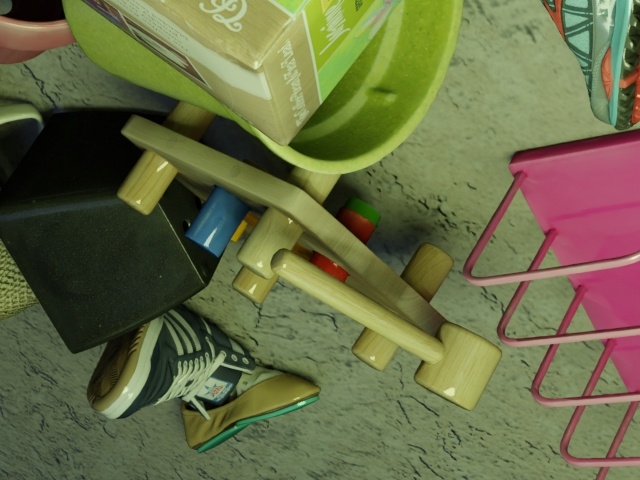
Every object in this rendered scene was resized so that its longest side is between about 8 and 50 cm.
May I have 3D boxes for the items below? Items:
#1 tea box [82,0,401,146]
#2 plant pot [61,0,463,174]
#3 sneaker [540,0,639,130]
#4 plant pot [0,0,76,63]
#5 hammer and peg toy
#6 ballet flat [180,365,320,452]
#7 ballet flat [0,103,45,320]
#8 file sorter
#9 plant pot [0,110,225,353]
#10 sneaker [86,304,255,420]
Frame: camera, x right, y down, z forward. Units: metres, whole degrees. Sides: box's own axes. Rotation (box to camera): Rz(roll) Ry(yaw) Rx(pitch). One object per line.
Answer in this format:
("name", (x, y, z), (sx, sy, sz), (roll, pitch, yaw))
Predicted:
("tea box", (-0.063, -0.294, 0.987), (0.329, 0.323, 0.220), (36, 175, 8))
("plant pot", (-0.066, -0.207, 1.272), (0.254, 0.276, 0.276), (12, 136, 42))
("sneaker", (0.213, -0.210, 1.197), (0.125, 0.104, 0.262), (24, 138, 40))
("plant pot", (-0.278, -0.252, 1.418), (0.201, 0.201, 0.180), (41, 155, -6))
("hammer and peg toy", (0.000, 0.000, 1.370), (0.361, 0.127, 0.266), (25, 169, 46))
("ballet flat", (-0.091, 0.182, 1.787), (0.232, 0.080, 0.073), (-29, 79, 45))
("ballet flat", (-0.388, -0.119, 1.647), (0.182, 0.164, 0.483), (-20, 127, 5))
("file sorter", (0.279, 0.077, 1.339), (0.202, 0.182, 0.291), (-9, 123, 40))
("plant pot", (-0.193, -0.024, 1.584), (0.167, 0.187, 0.188), (-12, 122, 25))
("sneaker", (-0.154, 0.143, 1.668), (0.153, 0.282, 0.099), (40, 104, -12))
